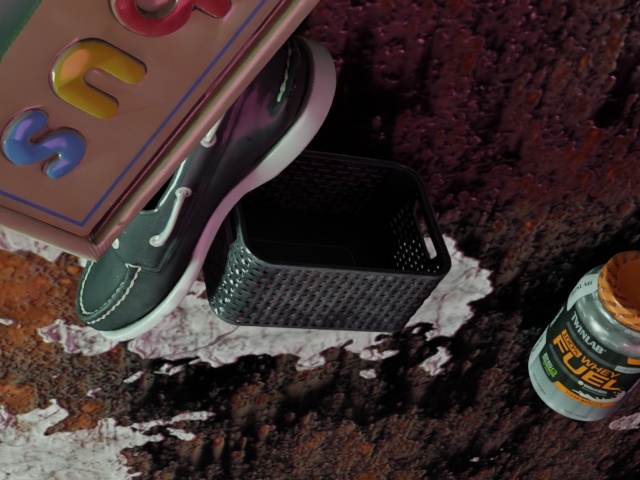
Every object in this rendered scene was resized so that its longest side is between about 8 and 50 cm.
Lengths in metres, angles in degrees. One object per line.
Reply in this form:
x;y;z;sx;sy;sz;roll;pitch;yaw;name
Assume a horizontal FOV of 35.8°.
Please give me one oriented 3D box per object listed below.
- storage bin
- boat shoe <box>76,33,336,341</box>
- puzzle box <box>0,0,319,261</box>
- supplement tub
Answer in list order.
0.000;0.000;0.803;0.180;0.122;0.084;6;140;-26;storage bin
-0.114;-0.042;0.723;0.091;0.114;0.302;17;122;-38;boat shoe
-0.076;-0.185;0.367;0.272;0.052;0.409;25;114;-44;puzzle box
0.308;0.103;1.062;0.117;0.117;0.190;-3;143;-16;supplement tub
